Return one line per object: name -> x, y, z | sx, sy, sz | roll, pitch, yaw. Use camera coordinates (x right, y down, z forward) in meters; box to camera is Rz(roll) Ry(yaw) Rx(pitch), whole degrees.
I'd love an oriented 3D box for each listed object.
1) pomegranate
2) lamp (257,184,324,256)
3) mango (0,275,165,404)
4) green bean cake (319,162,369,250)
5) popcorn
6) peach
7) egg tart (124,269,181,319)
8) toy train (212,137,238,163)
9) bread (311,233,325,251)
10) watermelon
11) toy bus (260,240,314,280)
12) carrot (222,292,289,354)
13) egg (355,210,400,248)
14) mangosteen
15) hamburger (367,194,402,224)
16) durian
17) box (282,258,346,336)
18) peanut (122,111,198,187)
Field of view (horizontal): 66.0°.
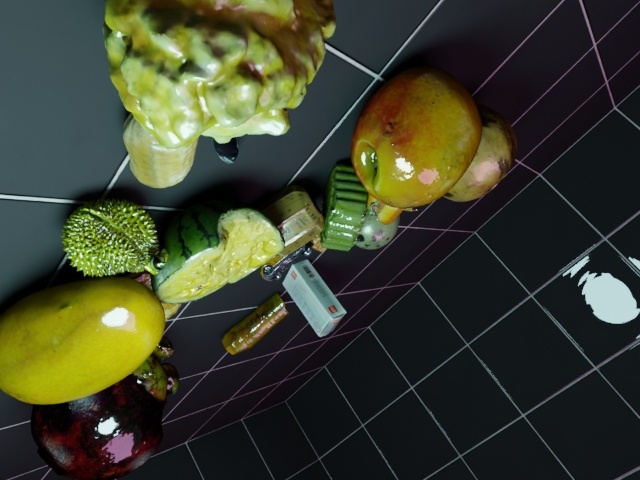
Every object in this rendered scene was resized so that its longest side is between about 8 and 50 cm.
pomegranate -> 0.467, -0.274, 1.565 | 0.322, 0.322, 0.322 | -30, 157, -14
lamp -> -0.091, -0.054, 1.365 | 0.185, 0.161, 0.161 | -31, 158, 5
mango -> -0.530, 0.211, 1.088 | 0.445, 0.232, 0.300 | -30, 141, 25
green bean cake -> 0.065, -0.094, 1.433 | 0.113, 0.214, 0.200 | 10, 143, -9
popcorn -> -0.142, -0.274, 0.694 | 0.279, 0.274, 0.335 | -20, -148, 32
peach -> 0.254, -0.257, 1.261 | 0.372, 0.373, 0.290 | -22, -168, -31
egg tart -> -0.459, 0.158, 1.329 | 0.241, 0.106, 0.241 | -26, 155, -13
toy train -> -0.201, -0.236, 0.995 | 0.055, 0.048, 0.252 | -20, 160, -12
bread -> 0.000, 0.000, 1.743 | 0.083, 0.044, 0.110 | -41, 155, 9
watermelon -> -0.268, 0.007, 1.199 | 0.330, 0.189, 0.331 | -21, 163, -7
toy bus -> -0.120, 0.044, 1.605 | 0.194, 0.088, 0.083 | -39, 157, 3
carrot -> -0.254, 0.335, 1.961 | 0.302, 0.114, 0.114 | -39, 157, 3
egg -> 0.187, -0.069, 1.709 | 0.228, 0.177, 0.177 | -40, 164, -37
mangosteen -> -0.613, 0.458, 1.411 | 0.380, 0.421, 0.381 | 5, 141, 4
hamburger -> 0.211, -0.174, 1.519 | 0.246, 0.170, 0.246 | -49, 174, -7
durian -> -0.416, -0.005, 0.996 | 0.198, 0.159, 0.146 | 3, 168, -42
box -> -0.027, 0.214, 1.833 | 0.079, 0.269, 0.135 | -18, 150, -38
peanut -> -0.287, -0.177, 0.886 | 0.129, 0.129, 0.224 | -20, 155, -33
